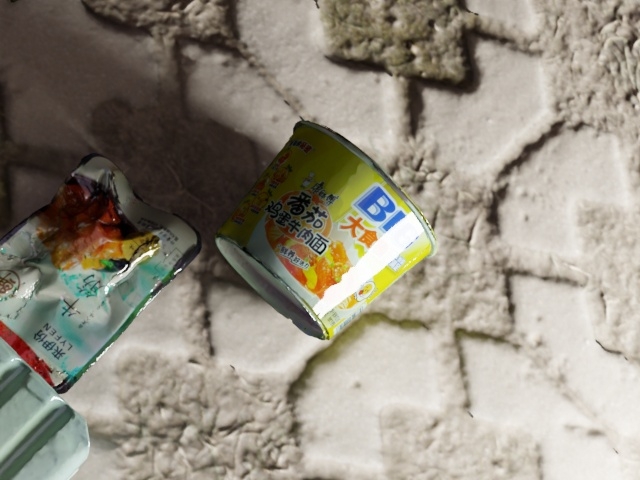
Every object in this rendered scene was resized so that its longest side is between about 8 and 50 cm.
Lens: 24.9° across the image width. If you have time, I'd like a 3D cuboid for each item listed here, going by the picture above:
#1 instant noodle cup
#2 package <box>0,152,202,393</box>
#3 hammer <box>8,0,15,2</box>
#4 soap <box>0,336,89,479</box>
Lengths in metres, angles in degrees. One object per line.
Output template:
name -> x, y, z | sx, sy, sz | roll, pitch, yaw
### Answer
instant noodle cup -> 0.000, 0.000, 1.484 | 0.205, 0.205, 0.153 | 42, 79, 1
package -> -0.247, 0.027, 1.492 | 0.166, 0.040, 0.232 | 45, 71, 1
hammer -> -0.212, -0.328, 1.606 | 0.297, 0.027, 0.125 | -24, 76, -19
soap -> -0.397, 0.242, 1.353 | 0.208, 0.115, 0.347 | 44, 70, 2
